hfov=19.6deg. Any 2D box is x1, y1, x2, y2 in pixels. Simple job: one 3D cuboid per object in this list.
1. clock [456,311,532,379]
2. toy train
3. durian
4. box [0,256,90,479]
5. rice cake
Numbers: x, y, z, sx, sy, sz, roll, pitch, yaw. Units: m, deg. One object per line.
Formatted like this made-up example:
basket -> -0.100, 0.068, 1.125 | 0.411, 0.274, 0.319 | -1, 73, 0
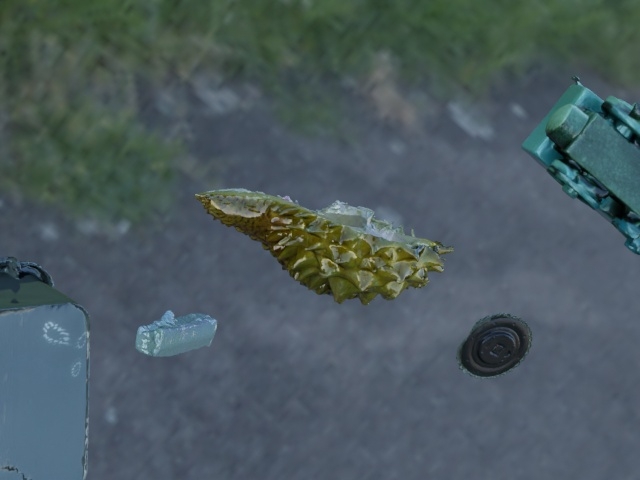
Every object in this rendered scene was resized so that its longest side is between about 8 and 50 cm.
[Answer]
clock -> 0.167, 0.102, 1.767 | 0.083, 0.074, 0.010 | 23, 19, -39
toy train -> 0.303, -0.067, 1.861 | 0.203, 0.112, 0.163 | 41, 2, -11
durian -> -0.004, 0.009, 1.559 | 0.224, 0.078, 0.140 | 14, 12, -8
box -> -0.315, 0.148, 1.845 | 0.163, 0.243, 0.135 | -4, 14, -35
rice cake -> -0.143, 0.092, 1.871 | 0.030, 0.042, 0.180 | 14, 5, 14
